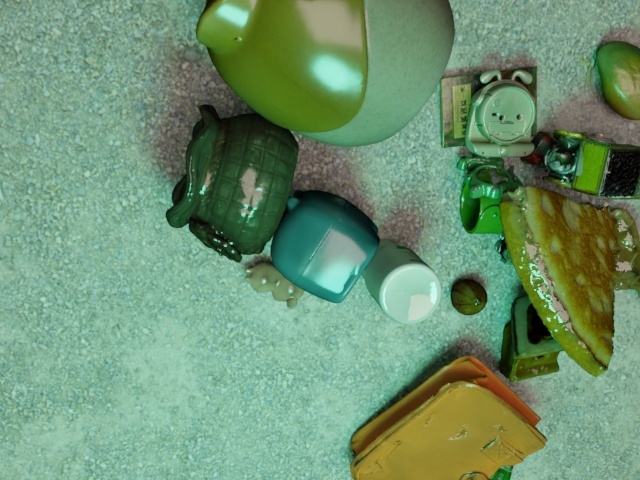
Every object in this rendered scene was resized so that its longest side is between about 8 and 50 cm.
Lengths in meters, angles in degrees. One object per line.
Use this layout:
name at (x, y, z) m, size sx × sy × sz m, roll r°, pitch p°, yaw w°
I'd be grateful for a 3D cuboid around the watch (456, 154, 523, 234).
watch at (0.373, -0.098, 1.714) m, size 0.131 × 0.165 × 0.152 m, roll -3°, pitch 130°, yaw -11°

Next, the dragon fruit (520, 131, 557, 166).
dragon fruit at (0.508, -0.203, 1.741) m, size 0.060 × 0.056 × 0.083 m, roll 34°, pitch 95°, yaw -16°

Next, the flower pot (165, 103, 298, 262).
flower pot at (-0.179, -0.110, 1.518) m, size 0.213 × 0.302 × 0.302 m, roll 17°, pitch 101°, yaw -11°

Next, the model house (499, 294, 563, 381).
model house at (0.543, 0.246, 1.812) m, size 0.268 × 0.173 × 0.239 m, roll -9°, pitch 138°, yaw -7°

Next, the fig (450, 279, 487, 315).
fig at (0.355, 0.140, 1.767) m, size 0.088 × 0.125 × 0.089 m, roll -2°, pitch 101°, yaw -8°

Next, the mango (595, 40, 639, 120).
mango at (0.695, -0.365, 1.721) m, size 0.130 × 0.092 × 0.195 m, roll -43°, pitch 99°, yaw 4°

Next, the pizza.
pizza at (0.560, 0.044, 1.694) m, size 0.406 × 0.130 × 0.440 m, roll -32°, pitch 97°, yaw -45°

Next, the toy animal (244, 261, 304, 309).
toy animal at (-0.097, 0.095, 1.691) m, size 0.150 × 0.089 × 0.083 m, roll 16°, pitch 105°, yaw -5°

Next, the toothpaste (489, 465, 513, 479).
toothpaste at (0.466, 0.575, 1.949) m, size 0.078 × 0.047 × 0.248 m, roll 10°, pitch 101°, yaw -15°

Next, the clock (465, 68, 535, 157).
clock at (0.403, -0.280, 1.672) m, size 0.151 × 0.062 × 0.191 m, roll -1°, pitch 107°, yaw -12°

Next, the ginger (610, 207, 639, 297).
ginger at (0.771, 0.078, 1.860) m, size 0.148 × 0.081 × 0.334 m, roll -46°, pitch 110°, yaw -13°

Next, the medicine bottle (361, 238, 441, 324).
medicine bottle at (0.165, 0.082, 1.655) m, size 0.139 × 0.237 × 0.139 m, roll -3°, pitch 104°, yaw -10°

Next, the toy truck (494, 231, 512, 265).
toy truck at (0.480, -0.020, 1.774) m, size 0.100 × 0.077 × 0.169 m, roll 15°, pitch 100°, yaw -12°

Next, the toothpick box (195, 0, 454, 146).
toothpick box at (0.000, -0.404, 1.397) m, size 0.425 × 0.409 × 0.409 m, roll 25°, pitch 99°, yaw -24°

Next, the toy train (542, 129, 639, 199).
toy train at (0.615, -0.170, 1.686) m, size 0.260 × 0.177 × 0.134 m, roll -3°, pitch 107°, yaw -40°

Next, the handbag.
handbag at (0.291, 0.488, 1.805) m, size 0.303 × 0.116 × 0.410 m, roll 42°, pitch 110°, yaw -17°

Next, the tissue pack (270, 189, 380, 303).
tissue pack at (0.000, 0.000, 1.579) m, size 0.206 × 0.287 × 0.198 m, roll 32°, pitch 100°, yaw 0°

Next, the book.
book at (0.378, -0.300, 1.707) m, size 0.228 × 0.024 × 0.160 m, roll -8°, pitch 109°, yaw -9°
